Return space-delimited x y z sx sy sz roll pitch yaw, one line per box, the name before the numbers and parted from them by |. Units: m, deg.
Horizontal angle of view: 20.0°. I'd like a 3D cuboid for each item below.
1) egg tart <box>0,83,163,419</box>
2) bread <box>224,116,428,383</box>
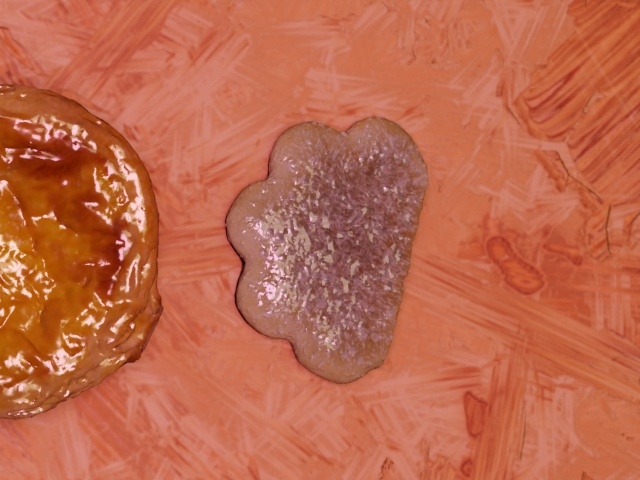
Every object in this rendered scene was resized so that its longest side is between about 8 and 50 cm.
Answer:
egg tart | -0.319 0.012 1.753 0.341 0.129 0.341 1 87 -18
bread | 0.000 0.000 1.893 0.207 0.056 0.287 12 82 -18
